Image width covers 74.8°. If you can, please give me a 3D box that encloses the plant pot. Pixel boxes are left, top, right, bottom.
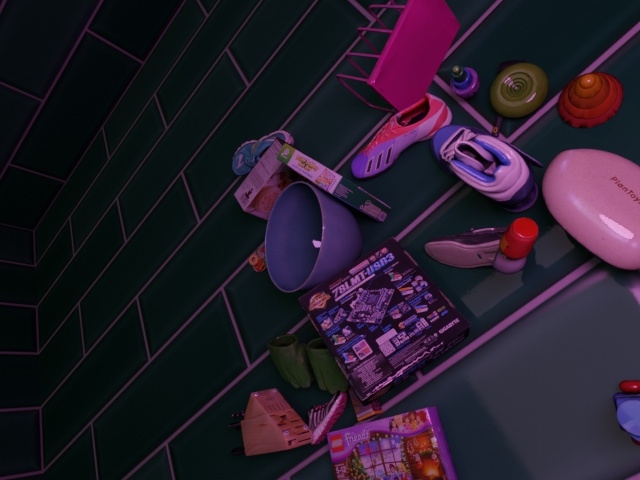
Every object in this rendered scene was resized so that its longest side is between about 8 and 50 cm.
[{"bbox_3d":[0.000,0.000,1.149,0.290,0.195,0.291,-15,72,53],"label":"plant pot"}]

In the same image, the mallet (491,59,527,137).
[{"bbox_3d":[0.441,-0.347,1.022,0.062,0.039,0.190,25,97,40],"label":"mallet"}]

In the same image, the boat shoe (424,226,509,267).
[{"bbox_3d":[0.355,0.011,0.967,0.233,0.084,0.079,-4,40,45],"label":"boat shoe"}]

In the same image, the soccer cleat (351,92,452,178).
[{"bbox_3d":[0.196,-0.283,1.145,0.318,0.116,0.109,-30,59,29],"label":"soccer cleat"}]

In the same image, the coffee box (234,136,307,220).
[{"bbox_3d":[-0.150,-0.196,1.388,0.246,0.141,0.098,-49,52,16],"label":"coffee box"}]

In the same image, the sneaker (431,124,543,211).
[{"bbox_3d":[0.332,-0.201,0.929,0.130,0.236,0.323,-49,52,17],"label":"sneaker"}]

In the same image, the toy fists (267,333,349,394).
[{"bbox_3d":[-0.019,0.328,1.125,0.279,0.096,0.143,-9,104,39],"label":"toy fists"}]

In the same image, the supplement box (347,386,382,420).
[{"bbox_3d":[0.112,0.403,1.054,0.055,0.043,0.083,-36,57,28],"label":"supplement box"}]

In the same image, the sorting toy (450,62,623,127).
[{"bbox_3d":[0.451,-0.345,0.920,0.365,0.126,0.127,23,99,33],"label":"sorting toy"}]

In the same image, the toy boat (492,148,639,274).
[{"bbox_3d":[0.478,-0.035,0.796,0.317,0.148,0.268,-22,60,-4],"label":"toy boat"}]

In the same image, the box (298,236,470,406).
[{"bbox_3d":[0.141,0.178,0.992,0.295,0.073,0.293,-33,55,-7],"label":"box"}]

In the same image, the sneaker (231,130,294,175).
[{"bbox_3d":[-0.219,-0.299,1.474,0.275,0.107,0.110,-21,33,34],"label":"sneaker"}]

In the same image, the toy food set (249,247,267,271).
[{"bbox_3d":[-0.207,0.065,1.432,0.083,0.020,0.083,-49,51,17],"label":"toy food set"}]

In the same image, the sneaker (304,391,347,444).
[{"bbox_3d":[0.006,0.457,1.110,0.074,0.063,0.171,39,107,33],"label":"sneaker"}]

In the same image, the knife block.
[{"bbox_3d":[-0.157,0.559,1.173,0.275,0.088,0.242,30,109,47],"label":"knife block"}]

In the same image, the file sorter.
[{"bbox_3d":[0.204,-0.527,1.162,0.182,0.202,0.291,33,98,44],"label":"file sorter"}]

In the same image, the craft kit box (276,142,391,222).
[{"bbox_3d":[0.038,-0.155,1.149,0.246,0.249,0.061,34,97,39],"label":"craft kit box"}]

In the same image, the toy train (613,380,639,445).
[{"bbox_3d":[0.593,0.268,0.635,0.247,0.143,0.105,-15,68,36],"label":"toy train"}]

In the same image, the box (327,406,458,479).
[{"bbox_3d":[0.160,0.522,0.968,0.293,0.057,0.201,-30,59,29],"label":"box"}]
